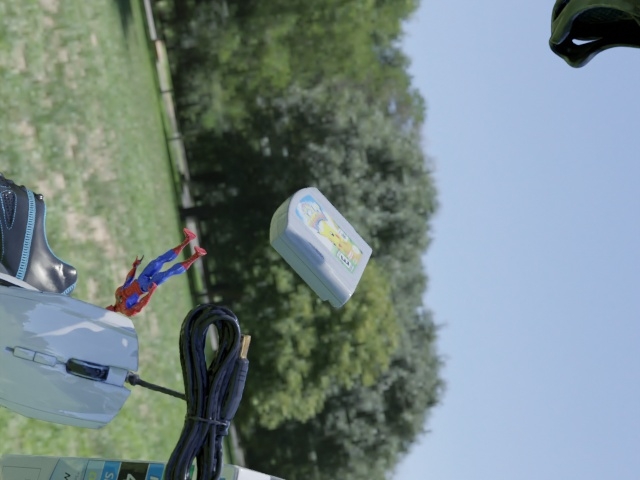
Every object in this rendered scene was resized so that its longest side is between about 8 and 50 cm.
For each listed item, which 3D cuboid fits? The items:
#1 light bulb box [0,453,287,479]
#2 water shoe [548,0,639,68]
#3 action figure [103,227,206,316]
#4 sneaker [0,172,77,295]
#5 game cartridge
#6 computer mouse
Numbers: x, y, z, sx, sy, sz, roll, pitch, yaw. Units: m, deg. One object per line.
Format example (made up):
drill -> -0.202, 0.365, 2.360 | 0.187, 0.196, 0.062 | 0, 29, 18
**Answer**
light bulb box -> -0.176, 0.421, 1.147 | 0.225, 0.361, 0.358 | 29, 62, -48
water shoe -> 0.258, -0.172, 0.778 | 0.073, 0.203, 0.080 | 41, 56, -31
action figure -> -0.161, 0.036, 1.015 | 0.038, 0.115, 0.030 | 54, 11, 25
sneaker -> -0.445, -0.047, 1.425 | 0.125, 0.139, 0.341 | -30, -94, 54
game cartridge -> 0.000, 0.000, 0.571 | 0.056, 0.017, 0.083 | 44, 19, -5
computer mouse -> -0.137, 0.067, 0.582 | 0.042, 0.192, 0.106 | 34, 71, -85
